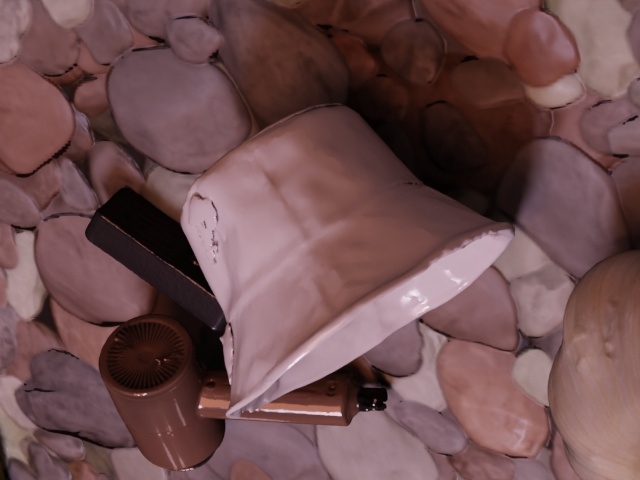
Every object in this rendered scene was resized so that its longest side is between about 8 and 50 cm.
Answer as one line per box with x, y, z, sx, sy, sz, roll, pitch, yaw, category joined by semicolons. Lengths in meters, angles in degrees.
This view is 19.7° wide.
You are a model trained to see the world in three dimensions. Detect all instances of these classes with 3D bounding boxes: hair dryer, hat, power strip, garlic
-0.044;0.105;1.193;0.181;0.064;0.117;2;145;14;hair dryer
0.000;0.000;1.043;0.203;0.203;0.126;-39;78;42;hat
-0.095;0.012;1.178;0.111;0.038;0.029;35;131;3;power strip
0.190;0.115;0.958;0.199;0.226;0.199;20;134;22;garlic

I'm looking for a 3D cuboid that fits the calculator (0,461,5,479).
-0.311;0.206;1.447;0.157;0.033;0.236;24;133;13;calculator
